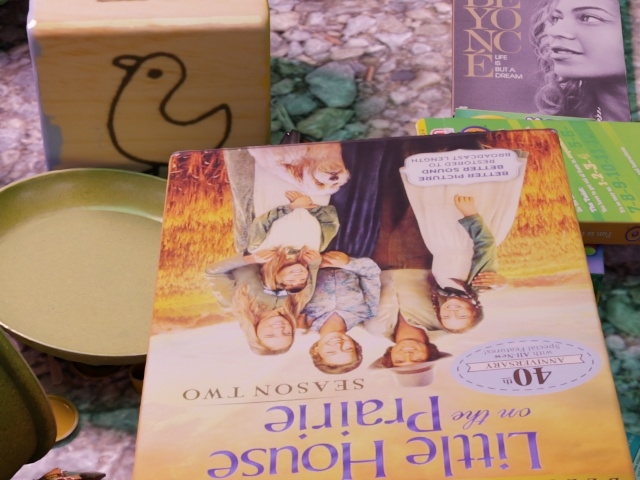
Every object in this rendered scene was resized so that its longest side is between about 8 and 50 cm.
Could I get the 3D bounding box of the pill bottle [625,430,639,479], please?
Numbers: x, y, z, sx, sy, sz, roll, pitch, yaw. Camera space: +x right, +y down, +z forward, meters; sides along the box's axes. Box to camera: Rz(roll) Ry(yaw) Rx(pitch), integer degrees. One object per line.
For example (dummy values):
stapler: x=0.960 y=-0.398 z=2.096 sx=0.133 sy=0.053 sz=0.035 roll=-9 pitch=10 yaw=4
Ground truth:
pill bottle: x=0.139 y=0.183 z=1.169 sx=0.264 sy=0.146 sz=0.146 roll=19 pitch=48 yaw=16

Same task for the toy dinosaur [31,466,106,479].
toy dinosaur: x=-0.075 y=0.239 z=1.116 sx=0.322 sy=0.164 sz=0.218 roll=-2 pitch=25 yaw=26

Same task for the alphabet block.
alphabet block: x=-0.145 y=-0.175 z=1.483 sx=0.197 sy=0.192 sz=0.193 roll=-3 pitch=48 yaw=-3

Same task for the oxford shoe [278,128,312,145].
oxford shoe: x=0.000 y=0.000 z=1.382 sx=0.096 sy=0.083 sz=0.227 roll=8 pitch=45 yaw=-18

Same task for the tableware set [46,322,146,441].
tableware set: x=-0.204 y=0.110 z=1.314 sx=0.154 sy=0.024 sz=0.104 roll=-8 pitch=47 yaw=-10

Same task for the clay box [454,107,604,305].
clay box: x=0.173 y=-0.040 z=1.454 sx=0.127 sy=0.053 sz=0.222 roll=4 pitch=46 yaw=1

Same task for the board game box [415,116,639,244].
board game box: x=0.211 y=-0.050 z=1.406 sx=0.259 sy=0.039 sz=0.124 roll=3 pitch=45 yaw=-10

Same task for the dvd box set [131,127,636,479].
dvd box set: x=0.035 y=0.066 z=1.150 sx=0.308 sy=0.062 sz=0.420 roll=-3 pitch=36 yaw=3

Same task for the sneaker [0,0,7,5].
sneaker: x=-0.418 y=-0.250 z=1.534 sx=0.185 sy=0.202 sz=0.483 roll=20 pitch=48 yaw=19

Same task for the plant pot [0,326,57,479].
plant pot: x=-0.421 y=0.153 z=1.070 sx=0.366 sy=0.366 sz=0.353 roll=26 pitch=61 yaw=22

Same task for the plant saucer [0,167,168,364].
plant saucer: x=-0.173 y=0.025 z=1.368 sx=0.241 sy=0.037 sz=0.241 roll=7 pitch=36 yaw=-5

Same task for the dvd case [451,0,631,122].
dvd case: x=0.208 y=-0.185 z=1.623 sx=0.164 sy=0.018 sz=0.221 roll=3 pitch=45 yaw=1
